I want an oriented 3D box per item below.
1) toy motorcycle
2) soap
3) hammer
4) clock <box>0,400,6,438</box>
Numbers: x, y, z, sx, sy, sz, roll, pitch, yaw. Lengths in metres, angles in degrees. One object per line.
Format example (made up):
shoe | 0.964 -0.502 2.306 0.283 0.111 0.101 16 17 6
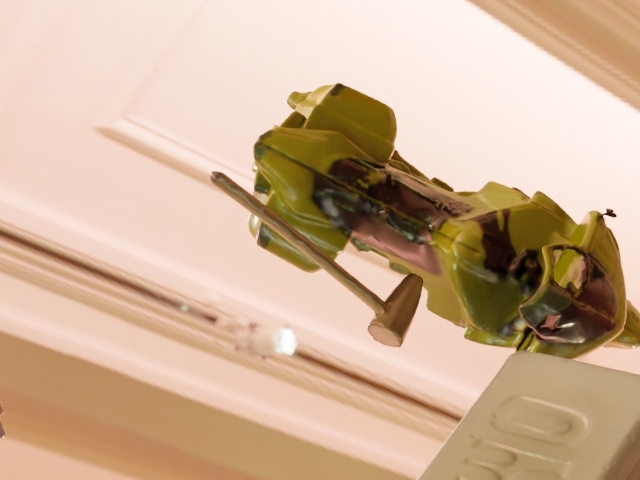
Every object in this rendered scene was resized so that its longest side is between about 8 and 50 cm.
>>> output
toy motorcycle | 0.103 0.004 1.168 0.342 0.206 0.142 27 -98 3
soap | 0.119 0.158 0.890 0.198 0.119 0.066 -47 -48 -34
hammer | 0.000 0.000 1.092 0.195 0.028 0.060 39 -119 -25
clock | -0.380 0.137 1.050 0.309 0.166 0.235 -30 -57 -26
